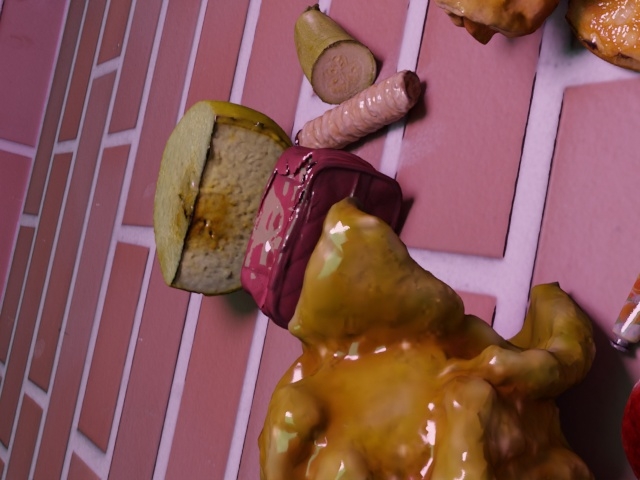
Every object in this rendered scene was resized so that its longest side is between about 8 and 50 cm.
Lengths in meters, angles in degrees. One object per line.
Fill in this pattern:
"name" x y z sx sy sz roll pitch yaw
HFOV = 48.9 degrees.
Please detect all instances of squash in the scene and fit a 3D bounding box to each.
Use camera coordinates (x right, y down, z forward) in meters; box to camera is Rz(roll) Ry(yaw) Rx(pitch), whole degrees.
"squash" 0.008 -0.286 1.007 0.094 0.094 0.224 -54 33 27

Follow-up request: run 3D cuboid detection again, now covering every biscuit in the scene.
"biscuit" 0.045 -0.158 0.922 0.219 0.055 0.061 -22 47 48

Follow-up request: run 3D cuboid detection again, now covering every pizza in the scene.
"pizza" 0.288 -0.205 0.633 0.099 0.036 0.160 -62 39 20

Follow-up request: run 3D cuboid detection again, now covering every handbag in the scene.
"handbag" 0.000 0.000 0.858 0.135 0.146 0.225 34 106 58

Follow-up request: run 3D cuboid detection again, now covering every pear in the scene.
"pear" -0.151 -0.075 1.073 0.292 0.159 0.292 -21 65 56

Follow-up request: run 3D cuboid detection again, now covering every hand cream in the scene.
"hand cream" 0.272 0.045 0.587 0.102 0.022 0.035 -65 30 8

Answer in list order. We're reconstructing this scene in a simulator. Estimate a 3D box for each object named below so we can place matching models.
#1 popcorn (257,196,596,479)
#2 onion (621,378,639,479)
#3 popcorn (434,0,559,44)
"popcorn" 0.104 0.154 0.584 0.290 0.325 0.321 54 163 40
"onion" 0.271 0.137 0.475 0.131 0.131 0.131 -21 62 48
"popcorn" 0.185 -0.314 0.673 0.190 0.191 0.253 -10 71 52
